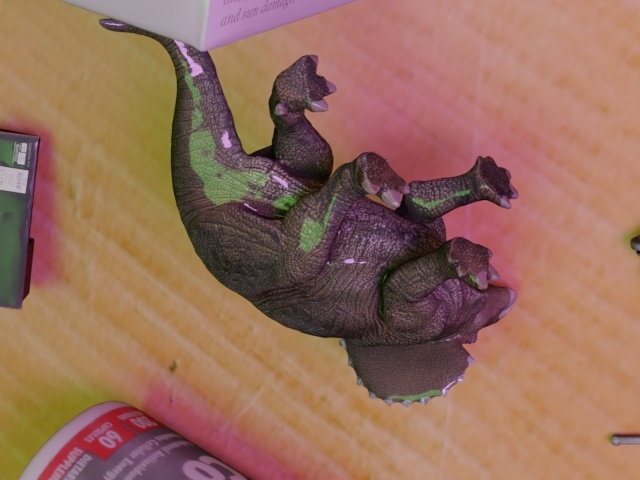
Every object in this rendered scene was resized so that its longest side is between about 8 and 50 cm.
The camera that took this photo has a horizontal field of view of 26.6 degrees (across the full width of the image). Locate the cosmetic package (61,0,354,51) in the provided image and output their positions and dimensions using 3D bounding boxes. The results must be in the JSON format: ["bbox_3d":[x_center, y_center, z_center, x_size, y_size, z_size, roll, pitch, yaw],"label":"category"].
[{"bbox_3d":[-0.150,-0.246,0.769,0.385,0.217,0.156,24,120,26],"label":"cosmetic package"}]

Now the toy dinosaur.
[{"bbox_3d":[0.000,0.000,0.730,0.313,0.121,0.160,27,133,-22],"label":"toy dinosaur"}]

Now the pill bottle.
[{"bbox_3d":[-0.074,0.246,0.946,0.283,0.161,0.161,27,121,21],"label":"pill bottle"}]

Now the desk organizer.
[{"bbox_3d":[-0.238,-0.019,1.017,0.047,0.050,0.130,7,99,-4],"label":"desk organizer"}]

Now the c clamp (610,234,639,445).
[{"bbox_3d":[0.217,0.050,0.763,0.137,0.022,0.161,-1,108,34],"label":"c clamp"}]
